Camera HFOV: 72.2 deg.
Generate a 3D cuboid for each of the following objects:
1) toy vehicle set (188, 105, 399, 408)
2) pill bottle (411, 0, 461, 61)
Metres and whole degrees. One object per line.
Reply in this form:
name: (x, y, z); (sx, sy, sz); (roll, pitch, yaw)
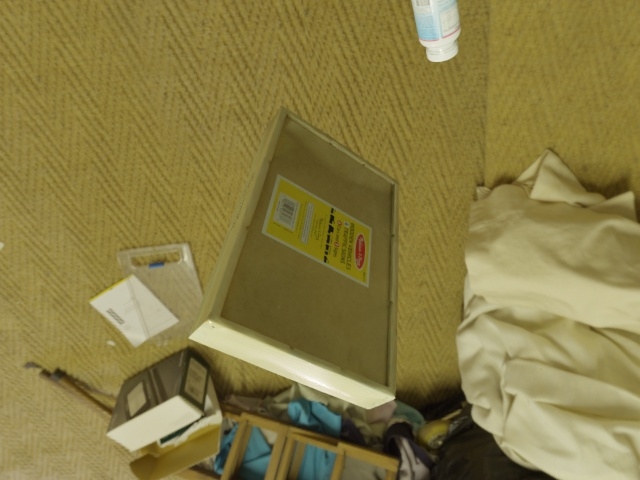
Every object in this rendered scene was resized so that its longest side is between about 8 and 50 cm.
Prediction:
toy vehicle set: (0.000, 0.000, 0.416); (0.166, 0.266, 0.035); (29, 135, -20)
pill bottle: (0.237, -0.454, 0.892); (0.087, 0.087, 0.160); (-20, 135, 7)
